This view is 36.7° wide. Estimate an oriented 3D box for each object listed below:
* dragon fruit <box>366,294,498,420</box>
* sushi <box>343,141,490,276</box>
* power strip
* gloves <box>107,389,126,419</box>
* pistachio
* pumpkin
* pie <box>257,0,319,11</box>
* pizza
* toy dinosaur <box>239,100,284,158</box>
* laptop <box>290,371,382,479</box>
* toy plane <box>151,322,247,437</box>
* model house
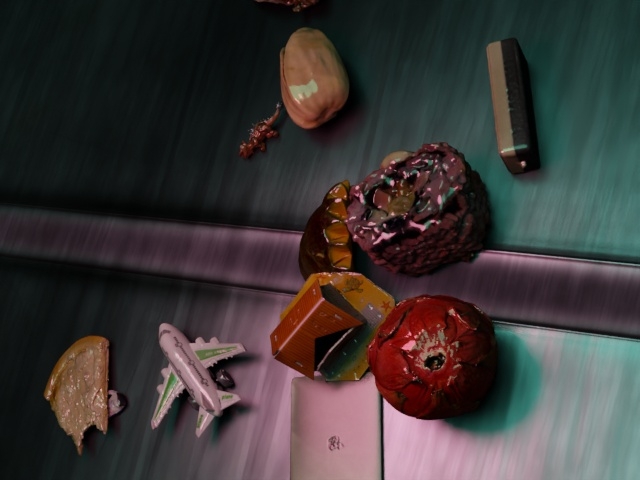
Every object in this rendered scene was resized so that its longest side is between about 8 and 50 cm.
[{"bbox_3d":[0.201,0.204,1.699,0.240,0.252,0.241,0,89,-18],"label":"dragon fruit"},{"bbox_3d":[0.178,-0.068,1.847,0.270,0.171,0.237,-20,65,22],"label":"sushi"},{"bbox_3d":[0.371,-0.255,1.862,0.070,0.105,0.257,-12,67,21],"label":"power strip"},{"bbox_3d":[-0.456,0.352,2.069,0.086,0.026,0.064,-34,61,16],"label":"gloves"},{"bbox_3d":[-0.022,-0.344,2.043,0.157,0.157,0.230,-22,58,16],"label":"pistachio"},{"bbox_3d":[0.000,0.000,1.927,0.149,0.130,0.254,-10,70,21],"label":"pumpkin"},{"bbox_3d":[-0.072,-0.659,2.211,0.257,0.105,0.275,16,79,37],"label":"pie"},{"bbox_3d":[-0.523,0.336,2.081,0.181,0.034,0.262,-27,56,20],"label":"pizza"},{"bbox_3d":[-0.127,-0.240,2.116,0.055,0.049,0.154,41,97,33],"label":"toy dinosaur"},{"bbox_3d":[0.029,0.388,1.840,0.187,0.015,0.269,-8,69,21],"label":"laptop"},{"bbox_3d":[-0.260,0.269,1.967,0.251,0.101,0.255,-41,57,6],"label":"toy plane"},{"bbox_3d":[0.014,0.159,1.803,0.207,0.136,0.219,45,109,14],"label":"model house"}]
